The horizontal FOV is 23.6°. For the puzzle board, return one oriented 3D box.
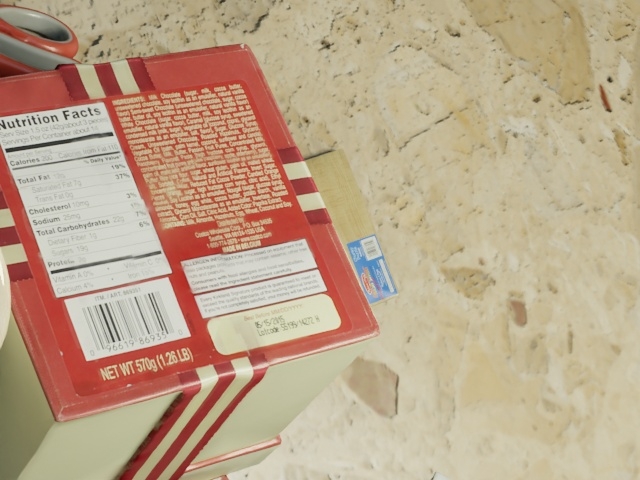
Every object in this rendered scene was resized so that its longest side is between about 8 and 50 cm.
[{"bbox_3d":[0.000,0.000,1.210,0.096,0.011,0.128,-20,87,-30],"label":"puzzle board"}]

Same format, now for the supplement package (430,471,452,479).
[{"bbox_3d":[0.137,0.324,1.043,0.262,0.145,0.204,29,39,1],"label":"supplement package"}]

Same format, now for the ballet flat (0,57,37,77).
[{"bbox_3d":[-0.255,-0.088,1.073,0.213,0.068,0.072,-20,86,-29],"label":"ballet flat"}]

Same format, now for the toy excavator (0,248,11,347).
[{"bbox_3d":[-0.385,0.167,0.745,0.433,0.222,0.445,3,103,-20],"label":"toy excavator"}]

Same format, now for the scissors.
[{"bbox_3d":[-0.297,-0.174,1.068,0.297,0.021,0.109,22,29,-20],"label":"scissors"}]

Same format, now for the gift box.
[{"bbox_3d":[-0.143,0.061,0.980,0.255,0.258,0.276,-8,67,-29],"label":"gift box"}]
